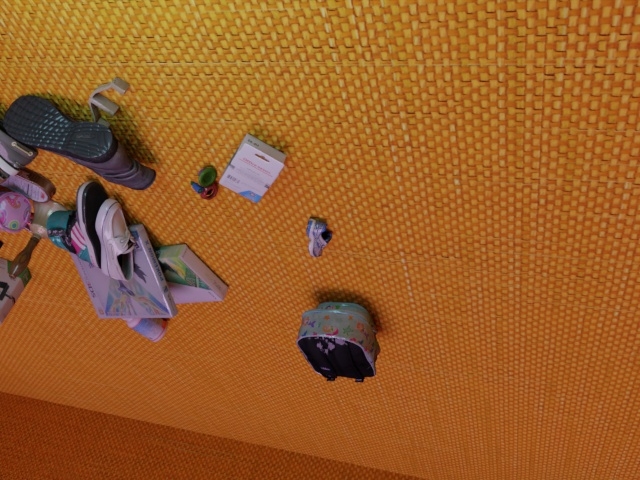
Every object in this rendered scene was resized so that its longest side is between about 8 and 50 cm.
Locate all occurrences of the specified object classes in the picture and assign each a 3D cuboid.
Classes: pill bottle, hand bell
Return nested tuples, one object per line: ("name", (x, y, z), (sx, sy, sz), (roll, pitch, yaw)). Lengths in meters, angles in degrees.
("pill bottle", (-0.630, 0.287, 2.361), (0.087, 0.087, 0.160), (-19, 131, 43))
("hand bell", (-0.830, 0.008, 1.916), (0.126, 0.241, 0.126), (13, 147, 9))

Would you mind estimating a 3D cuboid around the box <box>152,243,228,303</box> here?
("box", (-0.477, 0.112, 2.063), (0.322, 0.058, 0.232), (-8, 138, 32))

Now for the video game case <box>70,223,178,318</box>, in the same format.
("video game case", (-0.611, 0.102, 2.017), (0.329, 0.036, 0.299), (-5, 113, 31))

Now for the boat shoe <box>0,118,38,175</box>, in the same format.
("boat shoe", (-0.825, -0.295, 1.617), (0.305, 0.091, 0.109), (55, 175, -36))

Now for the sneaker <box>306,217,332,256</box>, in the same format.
("sneaker", (0.000, 0.000, 1.678), (0.058, 0.052, 0.135), (6, 145, 11))

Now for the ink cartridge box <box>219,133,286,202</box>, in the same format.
("ink cartridge box", (-0.147, -0.169, 1.495), (0.104, 0.060, 0.180), (28, 146, -13))

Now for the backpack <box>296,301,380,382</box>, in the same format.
("backpack", (0.052, 0.285, 1.934), (0.225, 0.190, 0.253), (0, 149, 22))

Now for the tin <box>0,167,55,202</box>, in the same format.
("tin", (-0.840, -0.167, 1.859), (0.190, 0.040, 0.106), (27, 150, -12))

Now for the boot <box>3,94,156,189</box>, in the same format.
("boot", (-0.577, -0.216, 1.588), (0.338, 0.118, 0.222), (26, 169, 21))

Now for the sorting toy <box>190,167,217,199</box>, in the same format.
("sorting toy", (-0.286, -0.142, 1.620), (0.042, 0.061, 0.101), (42, 149, 30))

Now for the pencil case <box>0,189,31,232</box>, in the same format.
("pencil case", (-0.962, -0.085, 1.925), (0.284, 0.124, 0.124), (2, 143, 35))

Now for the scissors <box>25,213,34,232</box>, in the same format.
("scissors", (-0.960, -0.104, 2.018), (0.297, 0.021, 0.109), (35, 143, -25))

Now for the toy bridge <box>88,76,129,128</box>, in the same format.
("toy bridge", (-0.487, -0.308, 1.492), (0.063, 0.026, 0.188), (33, 144, -16))

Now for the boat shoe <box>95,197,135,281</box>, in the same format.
("boat shoe", (-0.565, 0.006, 1.857), (0.088, 0.096, 0.267), (21, 124, 14))

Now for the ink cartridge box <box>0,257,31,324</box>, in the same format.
("ink cartridge box", (-1.147, 0.172, 2.336), (0.153, 0.208, 0.086), (20, 146, -2))

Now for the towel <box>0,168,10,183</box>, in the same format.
("towel", (-0.991, -0.269, 1.707), (0.272, 0.040, 0.370), (-15, 121, 42))

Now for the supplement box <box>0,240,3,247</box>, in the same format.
("supplement box", (-1.137, 0.009, 2.234), (0.083, 0.056, 0.083), (-2, 141, 28))

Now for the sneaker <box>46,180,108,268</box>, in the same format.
("sneaker", (-0.686, -0.062, 1.867), (0.179, 0.123, 0.295), (19, 132, 13))
